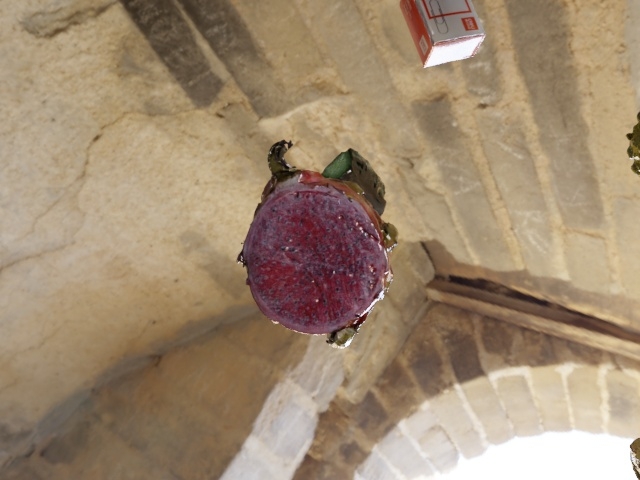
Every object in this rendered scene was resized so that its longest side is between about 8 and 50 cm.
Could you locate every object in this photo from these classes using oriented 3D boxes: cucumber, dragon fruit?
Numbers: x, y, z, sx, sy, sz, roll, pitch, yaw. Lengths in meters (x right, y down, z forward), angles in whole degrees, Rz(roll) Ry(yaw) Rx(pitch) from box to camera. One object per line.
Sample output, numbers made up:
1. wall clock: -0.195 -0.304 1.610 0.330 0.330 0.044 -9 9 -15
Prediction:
1. cucumber: 0.075 -0.093 1.191 0.193 0.115 0.086 48 6 -46
2. dragon fruit: 0.000 0.000 0.821 0.147 0.211 0.282 -48 120 -79

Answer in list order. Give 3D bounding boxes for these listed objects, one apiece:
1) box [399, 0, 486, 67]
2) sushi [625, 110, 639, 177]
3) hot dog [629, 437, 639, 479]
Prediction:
1. box: 0.268 -0.495 1.325 0.099 0.133 0.182 110 -34 -71
2. sushi: 0.799 -0.213 1.147 0.351 0.397 0.240 37 -17 -31
3. hot dog: 0.431 0.292 0.750 0.169 0.061 0.078 23 18 -39
